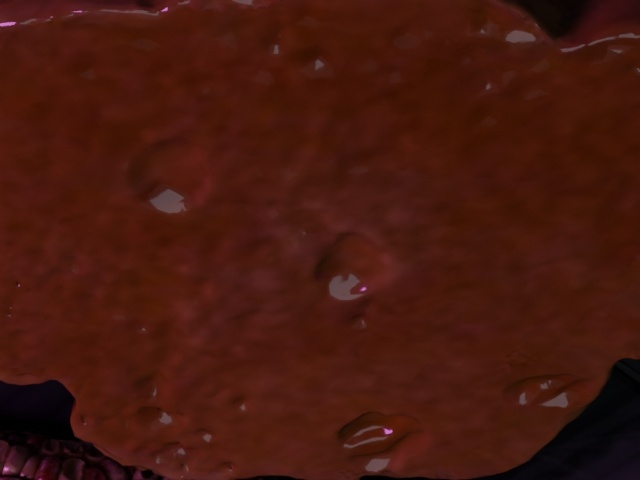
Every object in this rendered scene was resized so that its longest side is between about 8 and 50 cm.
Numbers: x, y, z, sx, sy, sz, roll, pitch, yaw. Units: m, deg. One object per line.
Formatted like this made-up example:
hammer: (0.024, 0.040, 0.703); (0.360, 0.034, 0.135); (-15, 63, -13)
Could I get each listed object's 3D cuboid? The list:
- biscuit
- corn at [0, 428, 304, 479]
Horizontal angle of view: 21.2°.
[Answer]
biscuit: (0.000, -0.003, 0.647); (0.376, 0.051, 0.269); (-7, 132, 9)
corn: (-0.065, 0.140, 0.754); (0.290, 0.098, 0.098); (13, 132, -8)
